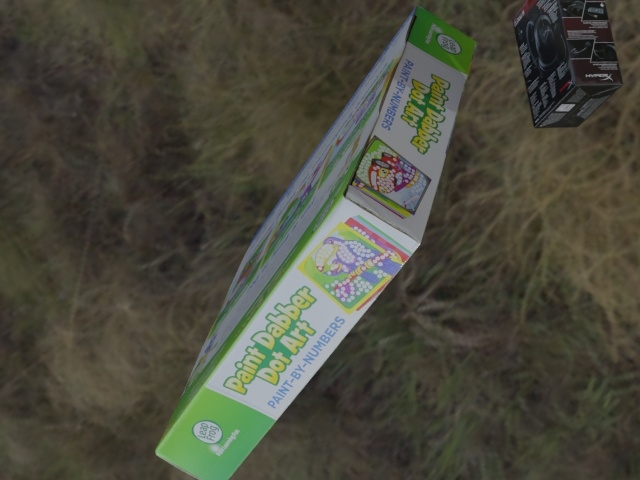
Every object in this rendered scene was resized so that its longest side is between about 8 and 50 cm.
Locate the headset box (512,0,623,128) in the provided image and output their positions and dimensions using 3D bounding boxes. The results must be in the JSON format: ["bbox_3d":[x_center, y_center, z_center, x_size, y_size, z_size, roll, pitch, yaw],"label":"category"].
[{"bbox_3d":[0.143,-0.116,0.738,0.062,0.032,0.083,126,139,-66],"label":"headset box"}]

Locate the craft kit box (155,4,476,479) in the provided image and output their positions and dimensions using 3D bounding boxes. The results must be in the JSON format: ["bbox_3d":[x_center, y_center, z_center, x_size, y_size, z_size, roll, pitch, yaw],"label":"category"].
[{"bbox_3d":[0.000,0.000,0.818,0.061,0.246,0.250,33,127,-5],"label":"craft kit box"}]
